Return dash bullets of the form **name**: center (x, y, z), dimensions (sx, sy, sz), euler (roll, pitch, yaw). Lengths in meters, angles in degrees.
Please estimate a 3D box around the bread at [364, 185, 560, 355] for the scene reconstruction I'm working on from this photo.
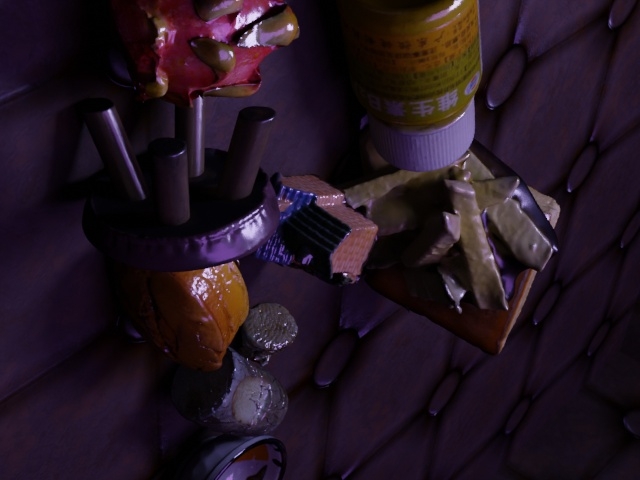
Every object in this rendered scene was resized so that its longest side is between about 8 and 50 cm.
- **bread**: center (0.280, 0.014, 2.330), dimensions (0.143, 0.324, 0.333), euler (-29, 141, -56)

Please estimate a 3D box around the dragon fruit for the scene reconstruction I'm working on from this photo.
- **dragon fruit**: center (-0.151, -0.292, 1.508), dimensions (0.307, 0.243, 0.227), euler (-93, 180, -75)

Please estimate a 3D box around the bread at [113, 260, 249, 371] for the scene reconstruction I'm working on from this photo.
- **bread**: center (-0.213, 0.090, 1.786), dimensions (0.142, 0.195, 0.269), euler (-55, 156, -26)

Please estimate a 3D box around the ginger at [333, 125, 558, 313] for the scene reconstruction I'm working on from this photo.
- **ginger**: center (0.202, -0.010, 2.157), dimensions (0.211, 0.413, 0.358), euler (-36, 158, -57)

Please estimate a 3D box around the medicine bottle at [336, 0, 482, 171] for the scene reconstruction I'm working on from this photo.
- **medicine bottle**: center (0.155, -0.303, 1.937), dimensions (0.224, 0.224, 0.384), euler (-46, 150, -20)

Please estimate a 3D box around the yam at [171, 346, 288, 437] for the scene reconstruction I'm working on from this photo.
- **yam**: center (-0.167, 0.273, 2.086), dimensions (0.154, 0.154, 0.254), euler (-56, 154, -4)

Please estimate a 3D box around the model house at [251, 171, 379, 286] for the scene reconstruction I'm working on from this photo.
- **model house**: center (-0.025, -0.011, 1.984), dimensions (0.172, 0.183, 0.166), euler (0, 117, -60)

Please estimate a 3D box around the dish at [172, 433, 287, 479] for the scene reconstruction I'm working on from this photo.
- **dish**: center (-0.198, 0.473, 2.257), dimensions (0.303, 0.120, 0.303), euler (-38, 146, -32)

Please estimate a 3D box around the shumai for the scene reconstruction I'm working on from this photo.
- **shumai**: center (-0.104, 0.180, 2.158), dimensions (0.124, 0.099, 0.087), euler (-23, 153, -44)

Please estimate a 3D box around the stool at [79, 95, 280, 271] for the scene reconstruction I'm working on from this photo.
- **stool**: center (-0.190, -0.095, 1.576), dimensions (0.272, 0.272, 0.178), euler (-30, 133, -41)
